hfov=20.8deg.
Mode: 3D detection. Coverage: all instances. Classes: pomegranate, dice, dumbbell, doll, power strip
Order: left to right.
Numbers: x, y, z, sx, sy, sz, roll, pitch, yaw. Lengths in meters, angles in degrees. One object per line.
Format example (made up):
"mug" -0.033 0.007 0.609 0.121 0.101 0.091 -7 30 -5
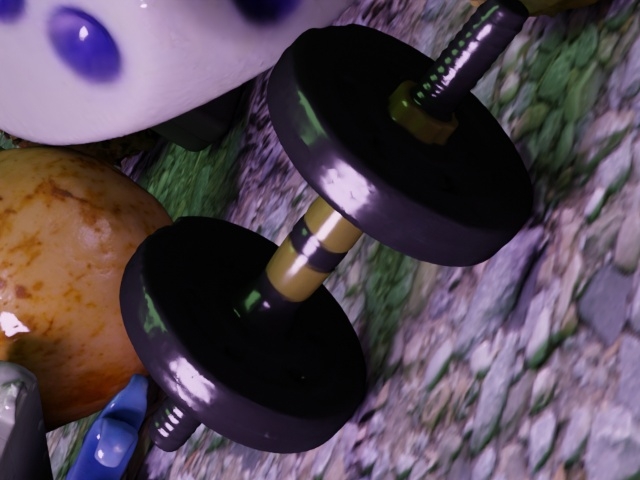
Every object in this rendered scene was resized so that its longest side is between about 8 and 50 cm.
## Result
"power strip" -0.227 0.182 1.205 0.270 0.046 0.118 98 -171 -59
"pomegranate" -0.205 0.045 1.267 0.215 0.215 0.215 -52 21 29
"doll" -0.167 0.185 1.183 0.205 0.067 0.110 -63 7 0
"dice" -0.136 -0.258 1.250 0.304 0.277 0.304 -5 30 48
"dumbbell" 0.000 0.000 0.873 0.325 0.143 0.143 -50 21 31

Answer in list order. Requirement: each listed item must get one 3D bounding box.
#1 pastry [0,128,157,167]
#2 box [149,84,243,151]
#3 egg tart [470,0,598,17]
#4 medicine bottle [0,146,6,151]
"pastry" -0.227 -0.188 1.679 0.275 0.193 0.275 -49 23 30
"box" -0.102 -0.196 1.495 0.055 0.103 0.243 -35 32 46
"egg tart" 0.136 -0.272 0.920 0.341 0.132 0.341 -54 18 27
"medicine bottle" -0.258 -0.010 1.436 0.124 0.239 0.124 -50 25 33
